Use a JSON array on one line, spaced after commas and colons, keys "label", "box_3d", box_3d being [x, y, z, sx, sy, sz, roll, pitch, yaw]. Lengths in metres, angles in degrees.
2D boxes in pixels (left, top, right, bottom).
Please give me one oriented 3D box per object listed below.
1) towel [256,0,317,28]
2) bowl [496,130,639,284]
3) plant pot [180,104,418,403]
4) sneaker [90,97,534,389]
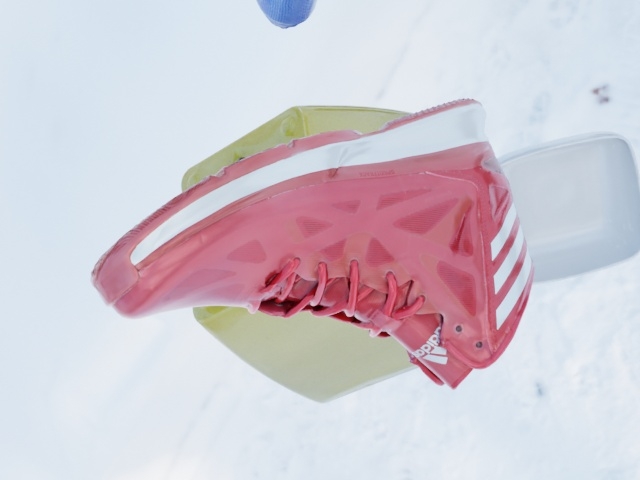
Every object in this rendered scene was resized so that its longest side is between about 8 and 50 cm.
[{"label": "towel", "box_3d": [0.002, -0.268, 0.341, 0.336, 0.040, 0.243, 108, 160, -57]}, {"label": "bowl", "box_3d": [0.228, -0.035, 0.964, 0.053, 0.142, 0.141, -96, -10, -63]}, {"label": "plant pot", "box_3d": [0.000, 0.000, 0.874, 0.212, 0.187, 0.212, -26, 59, 33]}, {"label": "sneaker", "box_3d": [0.018, 0.020, 0.459, 0.128, 0.221, 0.087, 64, 151, 6]}]
